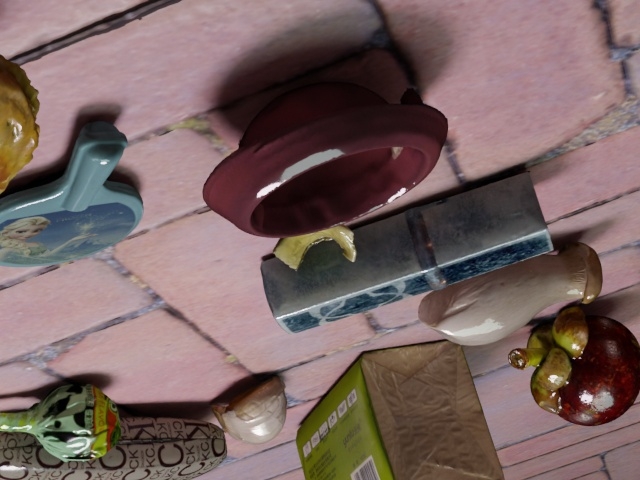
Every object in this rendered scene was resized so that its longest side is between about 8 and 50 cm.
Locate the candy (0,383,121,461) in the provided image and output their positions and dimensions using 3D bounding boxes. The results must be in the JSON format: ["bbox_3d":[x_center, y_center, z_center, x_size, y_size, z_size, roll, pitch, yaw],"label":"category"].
[{"bbox_3d":[-0.371,0.206,1.599,0.305,0.083,0.091,1,123,-21],"label":"candy"}]

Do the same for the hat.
[{"bbox_3d":[0.000,-0.074,1.168,0.205,0.089,0.205,-18,162,-6],"label":"hat"}]

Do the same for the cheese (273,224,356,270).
[{"bbox_3d":[0.001,-0.001,1.402,0.084,0.041,0.060,-8,154,21],"label":"cheese"}]

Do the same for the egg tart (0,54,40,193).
[{"bbox_3d":[-0.319,-0.080,0.892,0.294,0.123,0.294,-12,160,-4],"label":"egg tart"}]

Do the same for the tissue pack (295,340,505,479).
[{"bbox_3d":[0.097,0.281,1.918,0.167,0.200,0.275,-6,155,-22],"label":"tissue pack"}]

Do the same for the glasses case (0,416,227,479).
[{"bbox_3d":[-0.276,0.265,1.766,0.354,0.085,0.137,3,156,-38],"label":"glasses case"}]

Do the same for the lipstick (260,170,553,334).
[{"bbox_3d":[0.084,0.016,1.454,0.289,0.076,0.077,-18,160,8],"label":"lipstick"}]

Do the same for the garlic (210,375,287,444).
[{"bbox_3d":[-0.080,0.219,1.813,0.094,0.074,0.113,-18,167,-15],"label":"garlic"}]

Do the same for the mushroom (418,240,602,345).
[{"bbox_3d":[0.213,0.061,1.634,0.212,0.088,0.097,-20,168,-8],"label":"mushroom"}]

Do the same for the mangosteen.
[{"bbox_3d":[0.332,0.162,1.911,0.181,0.156,0.146,13,-177,1],"label":"mangosteen"}]

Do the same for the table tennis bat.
[{"bbox_3d":[-0.207,-0.030,1.199,0.149,0.038,0.237,-4,157,-27],"label":"table tennis bat"}]
